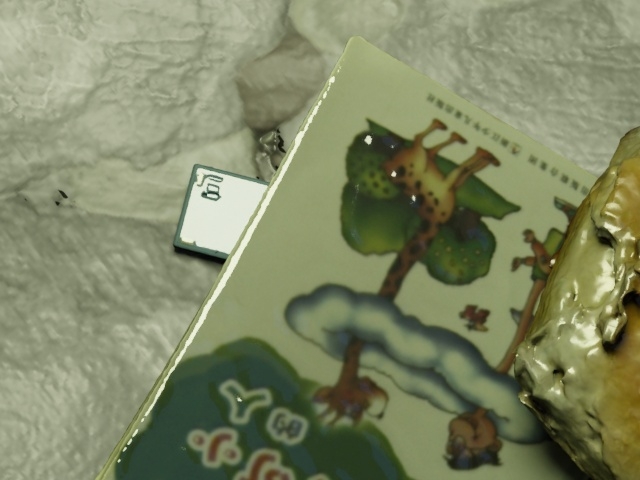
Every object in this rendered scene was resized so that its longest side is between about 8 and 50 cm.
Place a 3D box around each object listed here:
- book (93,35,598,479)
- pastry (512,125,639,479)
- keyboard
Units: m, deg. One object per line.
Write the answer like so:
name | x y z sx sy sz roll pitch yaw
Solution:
book | 0.043 0.090 1.187 0.260 0.043 0.371 30 73 -4
pastry | 0.246 0.052 1.166 0.235 0.121 0.257 29 73 -8
keyboard | 0.000 0.000 1.235 0.176 0.014 0.055 14 73 -2
